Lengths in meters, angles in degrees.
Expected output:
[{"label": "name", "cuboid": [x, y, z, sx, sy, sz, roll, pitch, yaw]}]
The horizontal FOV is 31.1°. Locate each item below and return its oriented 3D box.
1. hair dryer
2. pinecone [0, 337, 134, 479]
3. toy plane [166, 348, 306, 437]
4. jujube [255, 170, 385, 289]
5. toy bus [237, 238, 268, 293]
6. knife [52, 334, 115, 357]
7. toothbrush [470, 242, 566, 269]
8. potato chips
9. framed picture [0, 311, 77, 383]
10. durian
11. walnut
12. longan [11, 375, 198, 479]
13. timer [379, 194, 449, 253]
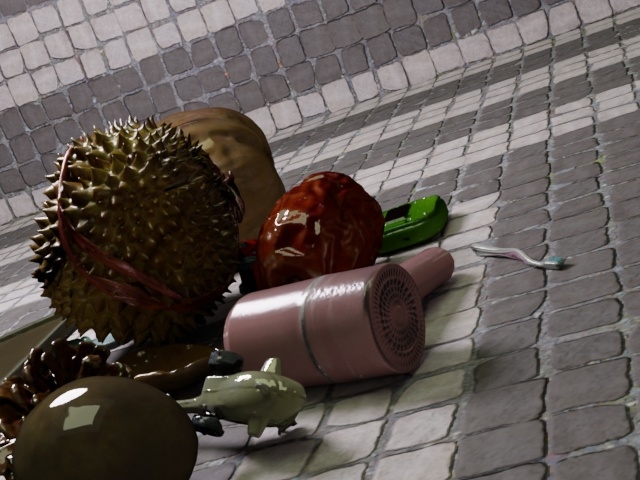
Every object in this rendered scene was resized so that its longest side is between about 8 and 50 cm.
[{"label": "hair dryer", "cuboid": [0.061, 0.078, 1.421, 0.210, 0.125, 0.352, -14, 6, 34]}, {"label": "pinecone", "cuboid": [-0.299, 0.201, 1.334, 0.195, 0.150, 0.179, -40, 18, 27]}, {"label": "toy plane", "cuboid": [-0.111, 0.181, 1.270, 0.286, 0.108, 0.092, -11, 57, 43]}, {"label": "jujube", "cuboid": [0.000, 0.000, 1.635, 0.174, 0.174, 0.250, -13, 22, 29]}, {"label": "toy bus", "cuboid": [-0.083, 0.047, 1.779, 0.089, 0.081, 0.195, -14, 12, -8]}, {"label": "knife", "cuboid": [-0.349, 0.158, 1.851, 0.260, 0.034, 0.063, -22, 12, -13]}, {"label": "toothbrush", "cuboid": [0.252, 0.020, 1.504, 0.022, 0.017, 0.204, -38, 19, -18]}, {"label": "potato chips", "cuboid": [-0.214, 0.177, 1.535, 0.202, 0.049, 0.150, -15, 10, 34]}, {"label": "framed picture", "cuboid": [-0.603, 0.241, 1.827, 0.446, 0.028, 0.326, -23, 13, 21]}, {"label": "durian", "cuboid": [-0.269, -0.010, 1.709, 0.348, 0.384, 0.347, 0, 54, 0]}, {"label": "walnut", "cuboid": [-0.240, -0.083, 2.081, 0.344, 0.306, 0.306, -15, 13, -4]}, {"label": "longan", "cuboid": [-0.215, 0.217, 1.175, 0.185, 0.159, 0.204, -6, -5, 4]}, {"label": "timer", "cuboid": [0.133, -0.026, 1.794, 0.128, 0.047, 0.140, -18, 14, 17]}]
